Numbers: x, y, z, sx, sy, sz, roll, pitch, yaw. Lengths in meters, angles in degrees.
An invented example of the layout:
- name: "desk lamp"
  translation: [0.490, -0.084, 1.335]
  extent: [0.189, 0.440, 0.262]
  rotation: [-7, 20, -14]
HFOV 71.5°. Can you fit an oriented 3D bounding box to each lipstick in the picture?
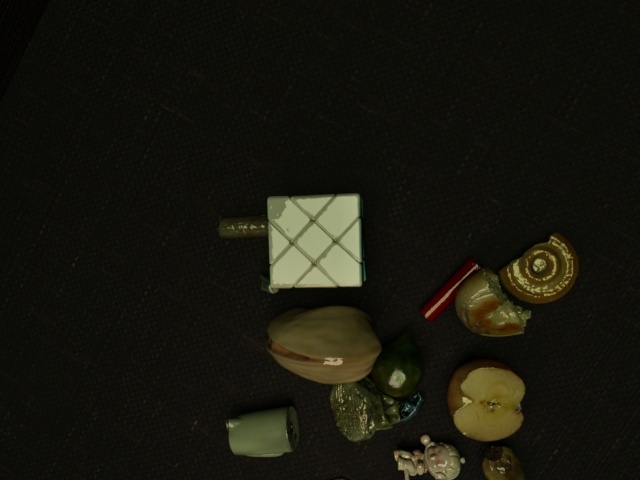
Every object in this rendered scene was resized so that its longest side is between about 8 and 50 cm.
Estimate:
- name: "lipstick"
  translation: [0.488, 0.186, 1.660]
  extent: [0.073, 0.073, 0.279]
  rotation: [43, 96, 5]

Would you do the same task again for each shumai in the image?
- name: "shumai"
  translation: [0.166, 0.608, 1.687]
  extent: [0.225, 0.222, 0.260]
  rotation: [-52, 56, 42]

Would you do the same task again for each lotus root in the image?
- name: "lotus root"
  translation: [0.673, 0.848, 1.621]
  extent: [0.139, 0.138, 0.213]
  rotation: [-27, 88, 8]

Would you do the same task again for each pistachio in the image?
- name: "pistachio"
  translation: [0.012, 0.356, 1.595]
  extent: [0.446, 0.366, 0.280]
  rotation: [7, 100, 35]

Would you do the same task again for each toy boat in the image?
- name: "toy boat"
  translation: [0.338, 0.637, 1.694]
  extent: [0.061, 0.060, 0.137]
  rotation: [31, 102, -13]

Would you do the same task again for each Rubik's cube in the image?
- name: "Rubik's cube"
  translation: [0.000, 0.000, 1.602]
  extent: [0.320, 0.316, 0.321]
  rotation: [-2, 90, 8]

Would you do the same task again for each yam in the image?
- name: "yam"
  translation: [-0.280, -0.053, 1.751]
  extent: [0.260, 0.093, 0.093]
  rotation: [-2, 91, 8]

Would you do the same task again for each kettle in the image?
- name: "kettle"
  translation: [-0.217, 0.768, 1.736]
  extent: [0.256, 0.165, 0.240]
  rotation: [-13, 118, 9]

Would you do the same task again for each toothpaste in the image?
- name: "toothpaste"
  translation: [-0.198, 0.168, 1.674]
  extent: [0.037, 0.255, 0.067]
  rotation: [-8, 94, -19]

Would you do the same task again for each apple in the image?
- name: "apple"
  translation: [0.589, 0.549, 1.607]
  extent: [0.252, 0.163, 0.292]
  rotation: [8, 105, -2]

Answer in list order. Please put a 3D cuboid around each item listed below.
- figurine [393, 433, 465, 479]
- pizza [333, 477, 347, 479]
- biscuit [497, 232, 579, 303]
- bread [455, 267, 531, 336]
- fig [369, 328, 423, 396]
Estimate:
- name: "figurine"
  translation: [0.410, 0.832, 1.644]
  extent: [0.257, 0.182, 0.144]
  rotation: [-9, 105, 6]
- name: "pizza"
  translation: [0.042, 1.016, 1.747]
  extent: [0.272, 0.056, 0.134]
  rotation: [-16, 97, 7]
- name: "biscuit"
  translation: [0.805, 0.115, 1.604]
  extent: [0.274, 0.091, 0.213]
  rotation: [-42, 84, 5]
- name: "bread"
  translation: [0.591, 0.237, 1.586]
  extent: [0.314, 0.171, 0.192]
  rotation: [36, 124, -25]
- name: "fig"
  translation: [0.287, 0.446, 1.639]
  extent: [0.196, 0.195, 0.244]
  rotation: [12, 84, 8]
